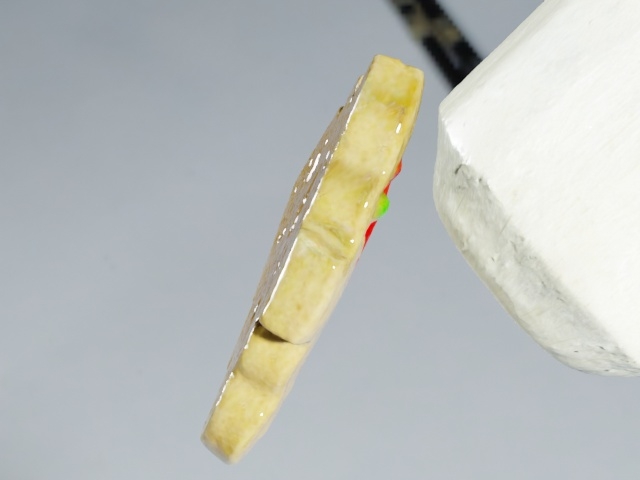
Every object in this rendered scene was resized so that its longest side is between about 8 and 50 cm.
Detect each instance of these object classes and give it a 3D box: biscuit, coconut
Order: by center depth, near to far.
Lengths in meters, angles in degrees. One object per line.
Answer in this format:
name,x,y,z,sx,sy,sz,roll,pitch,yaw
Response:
biscuit,0.000,0.000,0.888,0.041,0.212,0.238,23,13,-3
coconut,0.210,-0.055,1.081,0.266,0.237,0.237,-43,49,16
